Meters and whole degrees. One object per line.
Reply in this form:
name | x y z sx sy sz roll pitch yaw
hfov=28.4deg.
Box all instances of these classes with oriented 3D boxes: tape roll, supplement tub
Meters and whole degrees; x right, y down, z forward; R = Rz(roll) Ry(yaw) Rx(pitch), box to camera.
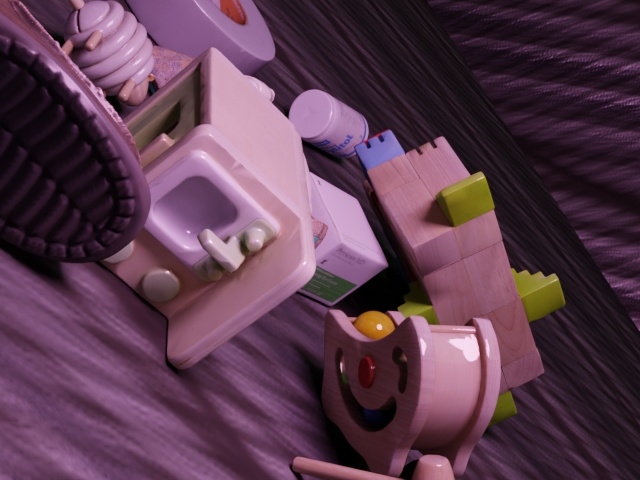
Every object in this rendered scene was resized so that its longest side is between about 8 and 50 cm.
tape roll | -0.153 -0.287 1.547 0.219 0.072 0.219 46 20 -22
supplement tub | 0.012 -0.157 1.714 0.107 0.071 0.071 20 37 -57

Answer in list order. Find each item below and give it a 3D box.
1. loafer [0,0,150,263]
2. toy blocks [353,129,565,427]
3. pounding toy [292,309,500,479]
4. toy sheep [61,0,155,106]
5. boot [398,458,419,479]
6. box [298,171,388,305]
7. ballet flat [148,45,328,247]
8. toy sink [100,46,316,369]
loafer | -0.256 -0.142 0.927 0.366 0.134 0.130 49 19 -14
toy blocks | 0.141 0.005 1.501 0.261 0.191 0.381 -117 -178 -47
pounding toy | 0.053 0.126 1.112 0.155 0.154 0.269 4 17 -23
toy sheep | -0.206 -0.184 1.211 0.091 0.091 0.132 -100 167 -54
boot | 0.140 0.325 1.128 0.178 0.085 0.236 45 19 -30
box | 0.000 0.000 1.369 0.101 0.087 0.102 27 31 -52
ballet flat | -0.081 -0.105 1.334 0.107 0.106 0.316 14 43 -61
toy sink | -0.108 -0.034 1.067 0.131 0.153 0.234 43 22 -28
